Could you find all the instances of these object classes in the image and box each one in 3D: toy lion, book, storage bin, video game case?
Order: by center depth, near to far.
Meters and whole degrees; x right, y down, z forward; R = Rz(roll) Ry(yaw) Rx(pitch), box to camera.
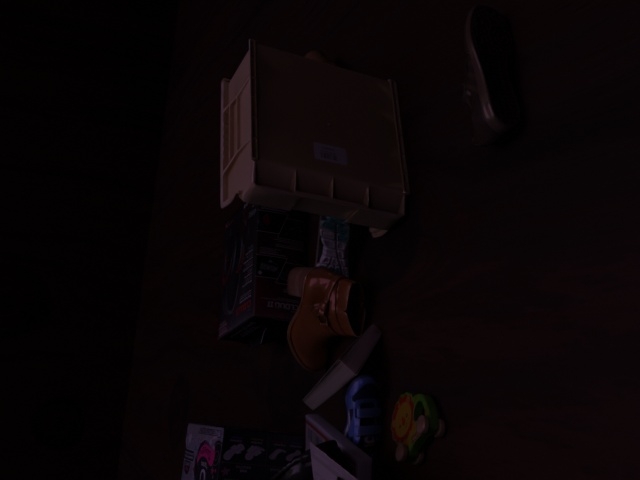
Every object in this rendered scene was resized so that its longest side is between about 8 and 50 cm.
[{"bbox_3d":[0.123,0.240,1.027,0.096,0.034,0.100,-96,26,-50],"label":"toy lion"},{"bbox_3d":[0.021,0.422,1.137,0.204,0.025,0.285,-165,74,-67],"label":"video game case"},{"bbox_3d":[0.035,0.196,1.193,0.096,0.035,0.144,-45,-6,-43],"label":"book"},{"bbox_3d":[-0.010,-0.147,1.195,0.123,0.262,0.260,-45,41,51],"label":"storage bin"}]

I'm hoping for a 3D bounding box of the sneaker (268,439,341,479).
[{"bbox_3d":[-0.015,0.411,1.068,0.146,0.122,0.331,48,137,33],"label":"sneaker"}]

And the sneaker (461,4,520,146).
[{"bbox_3d":[0.199,-0.207,0.971,0.071,0.066,0.188,136,139,-56],"label":"sneaker"}]

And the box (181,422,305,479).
[{"bbox_3d":[-0.152,0.419,1.431,0.247,0.163,0.142,155,123,-64],"label":"box"}]

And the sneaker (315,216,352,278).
[{"bbox_3d":[0.029,0.019,1.314,0.076,0.065,0.167,-60,-17,-60],"label":"sneaker"}]

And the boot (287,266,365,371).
[{"bbox_3d":[0.015,0.141,1.263,0.152,0.073,0.197,10,117,48],"label":"boot"}]

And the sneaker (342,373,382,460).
[{"bbox_3d":[0.065,0.266,1.126,0.059,0.053,0.144,-144,57,-66],"label":"sneaker"}]

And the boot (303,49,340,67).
[{"bbox_3d":[-0.037,-0.206,1.486,0.295,0.104,0.211,-62,28,29],"label":"boot"}]

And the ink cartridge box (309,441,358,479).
[{"bbox_3d":[0.065,0.363,0.925,0.181,0.056,0.225,23,124,49],"label":"ink cartridge box"}]

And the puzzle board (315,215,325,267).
[{"bbox_3d":[0.000,0.000,1.390,0.096,0.011,0.128,95,180,-73],"label":"puzzle board"}]

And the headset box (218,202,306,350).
[{"bbox_3d":[-0.119,0.072,1.560,0.218,0.110,0.293,144,131,-59],"label":"headset box"}]
